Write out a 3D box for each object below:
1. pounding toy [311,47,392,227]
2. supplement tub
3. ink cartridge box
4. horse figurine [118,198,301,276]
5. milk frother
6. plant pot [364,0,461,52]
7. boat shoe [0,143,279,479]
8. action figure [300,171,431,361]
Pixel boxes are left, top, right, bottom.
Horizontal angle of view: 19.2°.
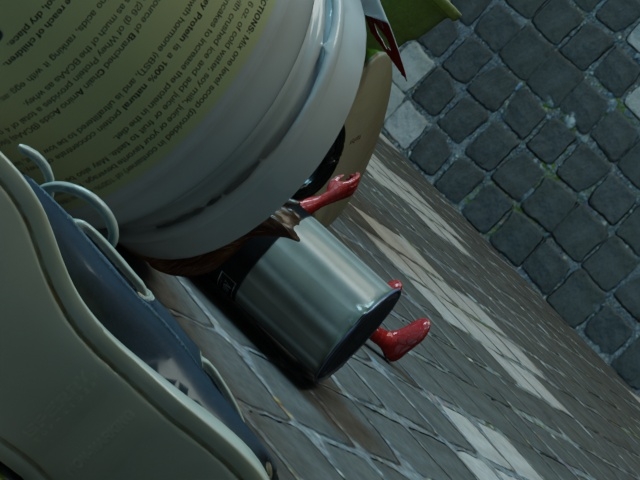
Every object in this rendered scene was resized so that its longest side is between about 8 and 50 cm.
[{"bbox_3d":[-0.021,-0.118,1.807,0.110,0.183,0.237,22,-7,14],"label":"pounding toy"},{"bbox_3d":[-0.150,-0.149,0.956,0.325,0.235,0.235,37,10,-42],"label":"supplement tub"},{"bbox_3d":[0.015,-0.235,1.707,0.145,0.045,0.179,-117,-175,-62],"label":"ink cartridge box"},{"bbox_3d":[-0.093,-0.060,1.171,0.066,0.174,0.263,20,29,-32],"label":"horse figurine"},{"bbox_3d":[0.000,0.000,1.271,0.135,0.143,0.129,42,0,10],"label":"milk frother"},{"bbox_3d":[-0.037,-0.242,2.007,0.276,0.254,0.276,43,7,-7],"label":"plant pot"},{"bbox_3d":[-0.110,0.028,0.726,0.254,0.095,0.079,43,9,-16],"label":"boat shoe"},{"bbox_3d":[0.001,-0.026,1.487,0.280,0.139,0.091,34,11,-39],"label":"action figure"}]
